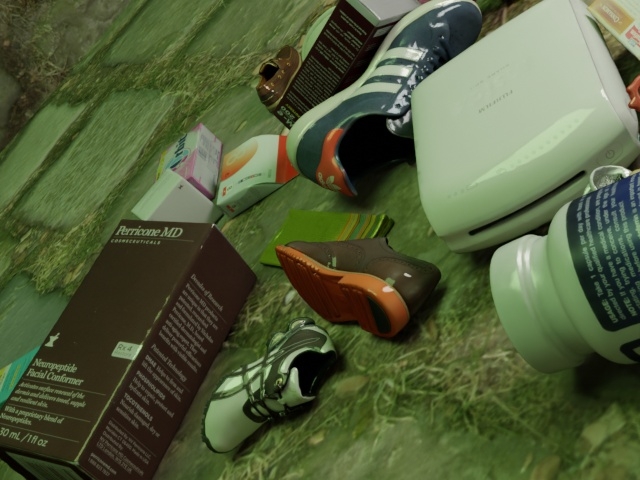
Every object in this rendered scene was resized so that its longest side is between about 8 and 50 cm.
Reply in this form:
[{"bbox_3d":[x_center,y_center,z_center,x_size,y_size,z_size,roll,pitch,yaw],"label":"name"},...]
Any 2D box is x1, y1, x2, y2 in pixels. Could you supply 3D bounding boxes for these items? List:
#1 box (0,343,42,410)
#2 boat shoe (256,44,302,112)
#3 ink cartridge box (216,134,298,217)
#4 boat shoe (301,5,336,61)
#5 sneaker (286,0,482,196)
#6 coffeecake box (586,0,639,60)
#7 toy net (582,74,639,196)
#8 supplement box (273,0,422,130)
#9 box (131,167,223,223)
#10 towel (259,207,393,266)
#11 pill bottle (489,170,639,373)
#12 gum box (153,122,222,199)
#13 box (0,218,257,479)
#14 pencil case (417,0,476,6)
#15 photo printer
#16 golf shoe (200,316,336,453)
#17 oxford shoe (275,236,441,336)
[{"bbox_3d":[-0.537,0.270,1.682,0.244,0.060,0.100,-30,32,26],"label":"box"},{"bbox_3d":[-0.079,-0.313,1.832,0.064,0.060,0.178,-26,34,32],"label":"boat shoe"},{"bbox_3d":[-0.090,-0.132,1.633,0.179,0.045,0.145,-34,31,25],"label":"ink cartridge box"},{"bbox_3d":[0.099,-0.365,1.663,0.319,0.116,0.099,-28,-11,41],"label":"boat shoe"},{"bbox_3d":[0.121,-0.192,1.369,0.350,0.131,0.148,-45,45,-4],"label":"sneaker"},{"bbox_3d":[0.410,-0.281,1.094,0.185,0.068,0.142,-46,34,20],"label":"coffeecake box"},{"bbox_3d":[0.325,-0.092,0.959,0.232,0.122,0.045,-43,-9,-8],"label":"toy net"},{"bbox_3d":[0.038,-0.266,1.462,0.130,0.073,0.239,-31,-19,-51],"label":"supplement box"},{"bbox_3d":[-0.242,-0.048,1.662,0.102,0.101,0.087,-51,29,-6],"label":"box"},{"bbox_3d":[0.000,0.000,1.366,0.237,0.021,0.102,7,57,56],"label":"towel"},{"bbox_3d":[0.288,0.016,0.829,0.265,0.153,0.153,-25,35,32],"label":"pill bottle"},{"bbox_3d":[-0.245,-0.125,1.806,0.107,0.062,0.188,-32,31,23],"label":"gum box"},{"bbox_3d":[-0.264,0.156,1.351,0.191,0.143,0.381,2,51,34],"label":"box"},{"bbox_3d":[0.187,-0.372,1.442,0.209,0.098,0.095,119,151,-47],"label":"pencil case"},{"bbox_3d":[0.228,-0.132,1.144,0.256,0.107,0.307,-31,32,25],"label":"photo printer"},{"bbox_3d":[-0.061,0.178,1.159,0.198,0.077,0.094,-49,29,-5],"label":"golf shoe"},{"bbox_3d":[0.041,0.042,1.207,0.098,0.096,0.271,-37,31,-22],"label":"oxford shoe"}]
